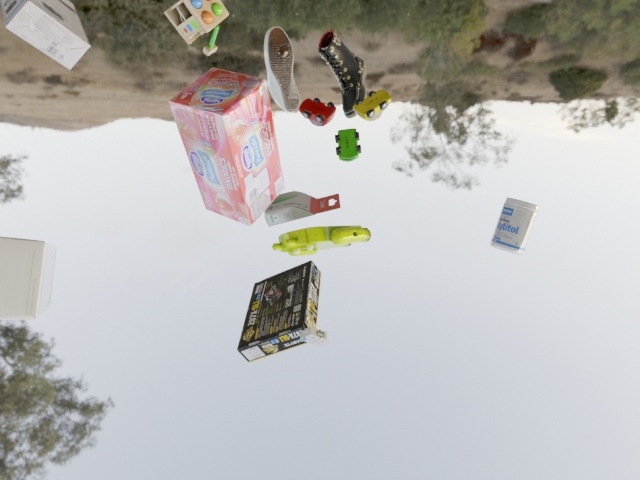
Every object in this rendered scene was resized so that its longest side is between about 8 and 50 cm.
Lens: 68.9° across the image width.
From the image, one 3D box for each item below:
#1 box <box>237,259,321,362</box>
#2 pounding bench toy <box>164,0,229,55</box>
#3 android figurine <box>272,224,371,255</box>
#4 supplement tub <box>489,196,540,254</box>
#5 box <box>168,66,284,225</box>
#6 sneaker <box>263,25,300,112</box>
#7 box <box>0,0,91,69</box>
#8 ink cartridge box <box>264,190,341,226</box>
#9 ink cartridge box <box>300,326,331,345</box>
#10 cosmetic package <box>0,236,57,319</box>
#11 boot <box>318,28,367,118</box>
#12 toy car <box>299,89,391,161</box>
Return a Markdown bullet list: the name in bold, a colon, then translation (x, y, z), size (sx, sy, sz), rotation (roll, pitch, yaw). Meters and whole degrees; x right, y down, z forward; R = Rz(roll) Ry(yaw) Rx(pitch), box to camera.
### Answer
- **box**: translation (-0.131, 0.233, 1.587), size (0.257, 0.079, 0.321), rotation (-25, -148, 21)
- **pounding bench toy**: translation (-0.165, -0.312, 0.667), size (0.065, 0.083, 0.052), rotation (2, -132, 46)
- **android figurine**: translation (0.000, 0.000, 1.276), size (0.273, 0.056, 0.248), rotation (-5, 173, -40)
- **supplement tub**: translation (0.399, -0.029, 0.960), size (0.071, 0.107, 0.071), rotation (15, -172, -2)
- **box**: translation (-0.194, -0.199, 1.029), size (0.142, 0.299, 0.154), rotation (20, -127, 22)
- **sneaker**: translation (-0.157, -0.592, 1.614), size (0.106, 0.290, 0.123), rotation (-30, -135, -24)
- **box**: translation (-0.721, -0.588, 1.212), size (0.169, 0.087, 0.290), rotation (33, -162, -52)
- **ink cartridge box**: translation (-0.054, -0.118, 1.448), size (0.225, 0.056, 0.181), rotation (-16, -160, 6)
- **ink cartridge box**: translation (-0.013, 0.286, 1.386), size (0.083, 0.048, 0.028), rotation (24, -133, -30)
- **cosmetic package**: translation (-0.795, 0.094, 1.217), size (0.155, 0.196, 0.366), rotation (7, 176, -26)
- **boot**: translation (0.061, -0.503, 1.413), size (0.085, 0.236, 0.179), rotation (-15, 146, 38)
- **toy car**: translation (0.066, -0.279, 1.180), size (0.239, 0.053, 0.224), rotation (-6, -122, 7)
